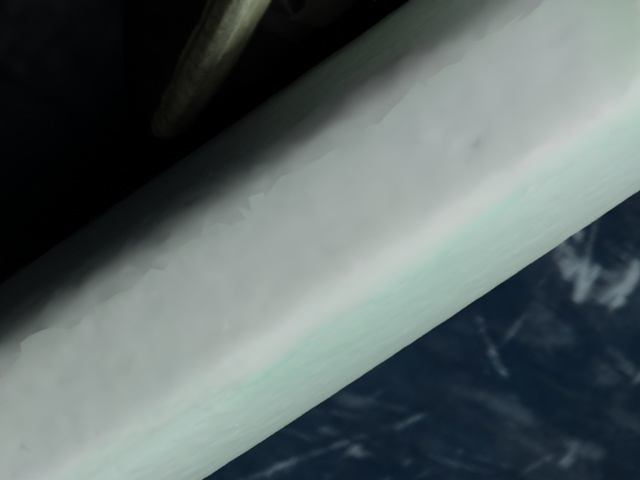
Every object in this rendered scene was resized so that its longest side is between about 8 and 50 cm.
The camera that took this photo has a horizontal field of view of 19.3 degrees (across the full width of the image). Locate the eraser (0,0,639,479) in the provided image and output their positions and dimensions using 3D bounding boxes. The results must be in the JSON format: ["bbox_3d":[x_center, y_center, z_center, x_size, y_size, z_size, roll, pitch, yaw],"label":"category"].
[{"bbox_3d":[0.000,0.000,0.665,0.290,0.189,0.104,-34,91,7],"label":"eraser"}]

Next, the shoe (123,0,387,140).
[{"bbox_3d":[0.015,-0.126,0.639,0.112,0.099,0.227,12,118,-31],"label":"shoe"}]
